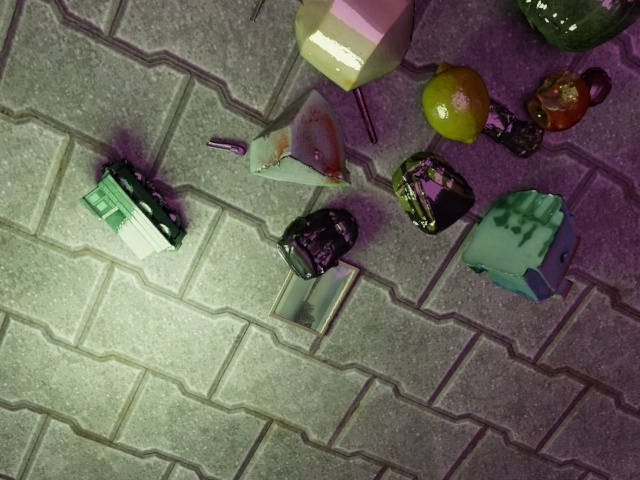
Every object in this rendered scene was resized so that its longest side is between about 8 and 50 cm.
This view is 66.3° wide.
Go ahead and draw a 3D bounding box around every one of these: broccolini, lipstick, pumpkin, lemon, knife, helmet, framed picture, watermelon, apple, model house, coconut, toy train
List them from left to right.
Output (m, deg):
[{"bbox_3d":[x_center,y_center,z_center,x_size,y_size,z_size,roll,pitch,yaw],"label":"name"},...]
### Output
[{"bbox_3d":[-0.569,-0.085,1.502,0.178,0.138,0.330,-29,110,17],"label":"toy train"},{"bbox_3d":[-0.289,-0.283,1.500,0.121,0.018,0.031,10,106,-4],"label":"knife"},{"bbox_3d":[-0.133,-0.708,1.359,0.044,0.042,0.218,27,112,-12],"label":"broccolini"},{"bbox_3d":[-0.041,-0.285,1.407,0.320,0.213,0.289,19,105,3],"label":"watermelon"},{"bbox_3d":[-0.025,0.174,1.665,0.213,0.016,0.289,25,106,-10],"label":"framed picture"},{"bbox_3d":[0.095,-0.556,1.282,0.323,0.323,0.322,-1,109,-2],"label":"coconut"},{"bbox_3d":[0.138,-0.376,1.481,0.027,0.027,0.176,-21,109,5],"label":"lipstick"},{"bbox_3d":[0.391,-0.387,1.404,0.184,0.184,0.248,-26,104,6],"label":"lemon"},{"bbox_3d":[0.684,0.044,1.567,0.329,0.252,0.294,35,81,-36],"label":"model house"},{"bbox_3d":[0.700,-0.404,1.429,0.158,0.156,0.147,-37,116,-2],"label":"apple"},{"bbox_3d":[0.661,-0.654,1.273,0.327,0.291,0.257,51,128,0],"label":"pumpkin"},{"bbox_3d":[0.819,-0.455,1.458,0.098,0.070,0.123,25,107,-10],"label":"helmet"}]

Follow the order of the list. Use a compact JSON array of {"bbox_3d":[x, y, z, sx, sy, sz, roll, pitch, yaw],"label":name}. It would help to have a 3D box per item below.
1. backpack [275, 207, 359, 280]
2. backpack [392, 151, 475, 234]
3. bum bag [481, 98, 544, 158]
[{"bbox_3d":[0.000,0.000,1.549,0.258,0.133,0.206,-37,104,-8],"label":"backpack"},{"bbox_3d":[0.342,-0.148,1.506,0.207,0.140,0.253,-41,110,8],"label":"backpack"},{"bbox_3d":[0.565,-0.340,1.487,0.248,0.069,0.102,25,128,-9],"label":"bum bag"}]
